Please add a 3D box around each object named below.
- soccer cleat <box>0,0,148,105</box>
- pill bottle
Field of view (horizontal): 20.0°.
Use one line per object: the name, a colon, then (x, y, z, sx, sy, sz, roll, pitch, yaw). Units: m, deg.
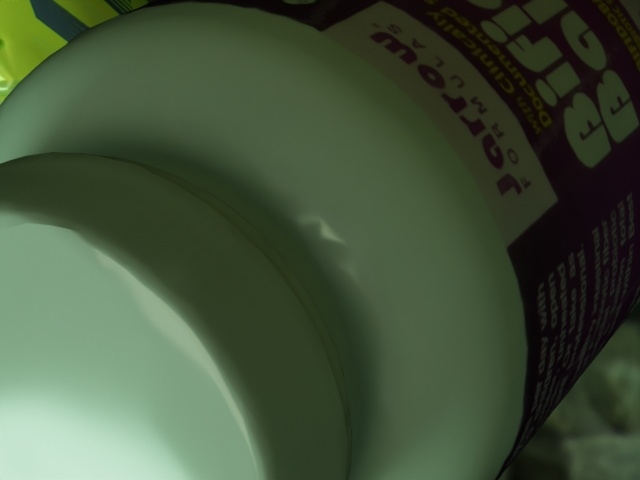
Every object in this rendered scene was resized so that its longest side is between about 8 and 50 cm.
soccer cleat: (-0.128, -0.123, 0.657, 0.093, 0.121, 0.289, 0, 110, 27)
pill bottle: (0.000, 0.000, 0.533, 0.169, 0.301, 0.169, 10, 114, 23)
